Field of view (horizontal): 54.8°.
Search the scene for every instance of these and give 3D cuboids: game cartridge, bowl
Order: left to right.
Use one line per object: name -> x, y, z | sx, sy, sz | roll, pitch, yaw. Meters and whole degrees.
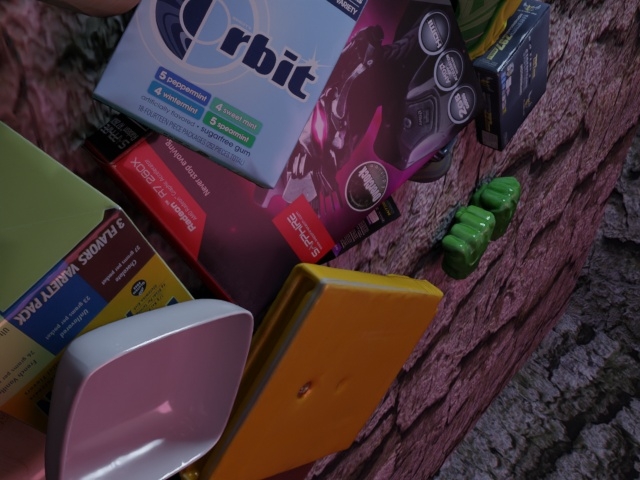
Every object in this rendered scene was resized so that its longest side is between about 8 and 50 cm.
bowl -> -0.120, 0.104, 0.415 | 0.142, 0.053, 0.141 | -17, 130, -51
game cartridge -> 0.010, 0.165, 0.767 | 0.324, 0.053, 0.285 | 11, 112, -58

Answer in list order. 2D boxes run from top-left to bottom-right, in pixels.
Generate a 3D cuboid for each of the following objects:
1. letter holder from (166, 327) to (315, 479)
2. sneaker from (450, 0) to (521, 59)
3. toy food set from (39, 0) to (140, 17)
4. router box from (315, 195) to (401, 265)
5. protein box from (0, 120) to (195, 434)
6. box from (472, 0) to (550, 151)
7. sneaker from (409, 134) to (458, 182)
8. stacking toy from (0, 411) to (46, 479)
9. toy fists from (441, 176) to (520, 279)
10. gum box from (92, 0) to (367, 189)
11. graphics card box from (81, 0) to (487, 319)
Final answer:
letter holder -> -0.120, 0.295, 0.894 | 0.301, 0.152, 0.214 | -55, 148, -9
sneaker -> 0.222, -0.372, 0.804 | 0.109, 0.124, 0.295 | -87, -165, -44
toy food set -> -0.183, -0.307, 0.350 | 0.220, 0.092, 0.305 | -1, 110, -54
router box -> 0.000, 0.000, 0.809 | 0.133, 0.046, 0.179 | -32, -176, -41
protein box -> -0.212, 0.038, 0.475 | 0.136, 0.200, 0.201 | -48, 149, -18
box -> 0.370, -0.311, 1.190 | 0.183, 0.059, 0.232 | -52, 150, -15
sneaker -> 0.153, -0.150, 0.941 | 0.111, 0.121, 0.300 | -61, 150, 2
stacking toy -> -0.278, 0.264, 0.654 | 0.141, 0.141, 0.330 | -41, 149, -30
toy fists -> 0.359, -0.042, 1.380 | 0.279, 0.096, 0.142 | -42, 156, -31
gum box -> -0.068, -0.158, 0.499 | 0.157, 0.041, 0.184 | 28, 86, -21
graphics card box -> -0.013, -0.120, 0.630 | 0.371, 0.094, 0.232 | -42, 128, -12
